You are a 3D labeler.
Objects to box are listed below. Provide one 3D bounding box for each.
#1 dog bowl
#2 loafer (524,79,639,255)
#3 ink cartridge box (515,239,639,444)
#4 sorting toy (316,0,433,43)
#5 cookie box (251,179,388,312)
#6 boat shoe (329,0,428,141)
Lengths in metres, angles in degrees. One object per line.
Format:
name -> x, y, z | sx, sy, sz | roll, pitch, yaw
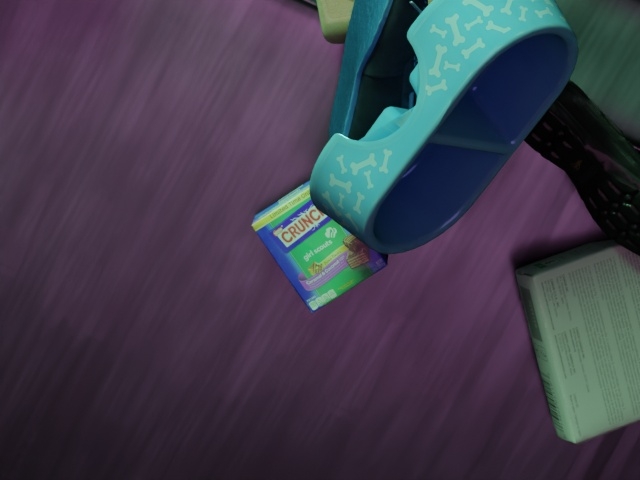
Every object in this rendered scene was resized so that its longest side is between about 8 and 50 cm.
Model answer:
dog bowl -> 0.115, -0.106, 1.340 | 0.297, 0.166, 0.074 | -53, 57, 25
loafer -> 0.270, -0.074, 1.418 | 0.223, 0.078, 0.076 | 46, 138, -3
ink cartridge box -> 0.319, 0.080, 1.483 | 0.225, 0.056, 0.181 | -19, 103, -13
sorting toy -> 0.081, -0.298, 1.395 | 0.193, 0.038, 0.208 | -9, 108, 4
cookie box -> 0.000, 0.000, 1.463 | 0.092, 0.040, 0.107 | -33, 100, 9
boat shoe -> 0.072, -0.176, 1.380 | 0.089, 0.109, 0.258 | 4, 136, -12
